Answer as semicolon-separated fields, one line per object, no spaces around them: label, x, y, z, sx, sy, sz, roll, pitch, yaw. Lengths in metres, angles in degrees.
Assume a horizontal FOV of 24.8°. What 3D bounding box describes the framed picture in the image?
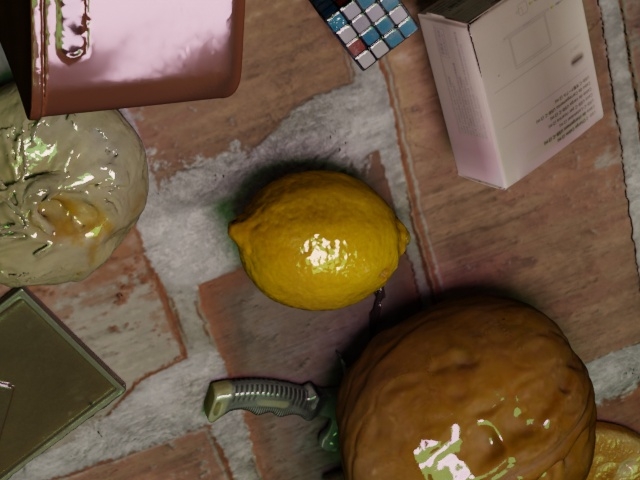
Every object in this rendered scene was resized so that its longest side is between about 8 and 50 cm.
framed picture;-0.457;0.227;2.002;0.315;0.024;0.232;-37;122;4

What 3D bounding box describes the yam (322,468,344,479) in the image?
yam;0.128;0.349;2.227;0.252;0.061;0.061;-18;121;-8

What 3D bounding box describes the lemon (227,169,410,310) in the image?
lemon;0.000;0.000;1.922;0.256;0.188;0.188;4;116;-18

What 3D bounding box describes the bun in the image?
bun;-0.346;-0.056;1.810;0.287;0.146;0.287;-7;121;-11

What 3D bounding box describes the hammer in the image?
hammer;-0.053;0.232;2.116;0.226;0.041;0.159;5;116;-19

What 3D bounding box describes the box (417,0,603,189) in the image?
box;0.253;-0.225;1.885;0.203;0.106;0.252;-37;125;-27

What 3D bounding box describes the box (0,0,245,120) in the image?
box;-0.230;-0.300;1.604;0.229;0.339;0.240;-6;119;-18

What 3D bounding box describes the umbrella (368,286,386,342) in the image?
umbrella;0.083;0.097;2.101;0.022;0.013;0.122;2;118;-4

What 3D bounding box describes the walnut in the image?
walnut;0.209;0.265;2.051;0.397;0.308;0.354;-33;125;-14

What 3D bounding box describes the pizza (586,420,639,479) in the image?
pizza;0.430;0.350;2.321;0.271;0.056;0.134;-2;116;-18

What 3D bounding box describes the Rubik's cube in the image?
Rubik's cube;0.054;-0.288;1.836;0.092;0.092;0.092;-38;122;5
